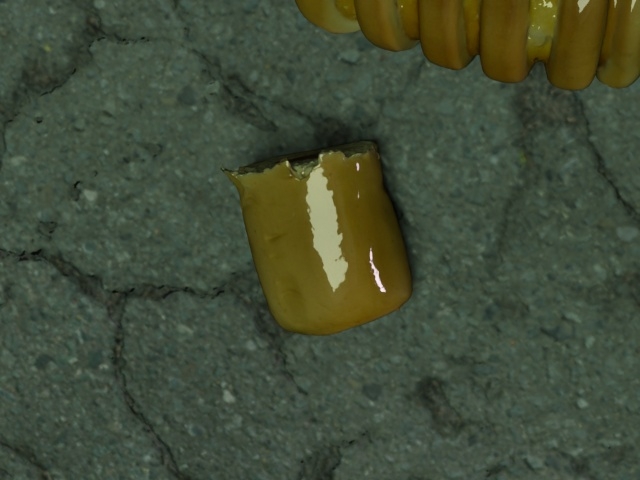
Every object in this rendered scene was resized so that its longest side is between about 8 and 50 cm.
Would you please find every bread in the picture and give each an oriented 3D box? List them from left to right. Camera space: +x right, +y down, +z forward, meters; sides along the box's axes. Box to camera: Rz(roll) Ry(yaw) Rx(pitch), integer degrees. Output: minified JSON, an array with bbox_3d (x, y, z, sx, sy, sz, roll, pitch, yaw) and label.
[{"bbox_3d":[0.000,0.000,1.689,0.134,0.085,0.173,-10,106,22],"label":"bread"},{"bbox_3d":[0.114,-0.214,1.549,0.311,0.121,0.172,12,114,15],"label":"bread"}]
